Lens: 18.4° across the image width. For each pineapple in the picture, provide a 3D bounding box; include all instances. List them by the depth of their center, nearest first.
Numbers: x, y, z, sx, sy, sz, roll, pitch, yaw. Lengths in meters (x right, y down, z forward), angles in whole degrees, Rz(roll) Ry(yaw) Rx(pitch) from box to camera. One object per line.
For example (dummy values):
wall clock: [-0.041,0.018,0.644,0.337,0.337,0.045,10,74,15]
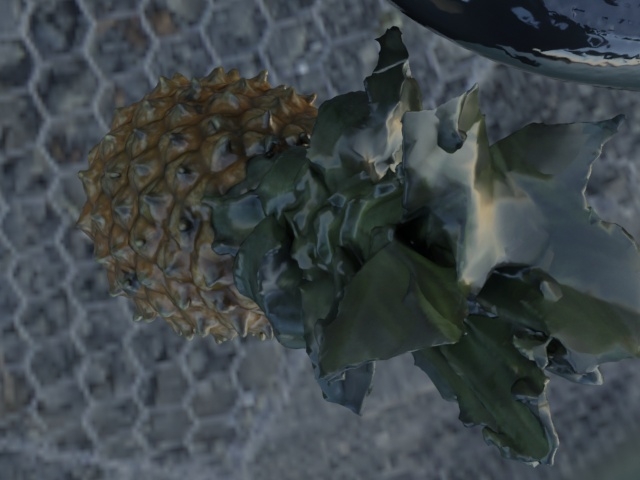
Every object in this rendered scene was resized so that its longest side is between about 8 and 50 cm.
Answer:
pineapple: [0.000,0.000,0.698,0.130,0.277,0.119,-36,109,-20]

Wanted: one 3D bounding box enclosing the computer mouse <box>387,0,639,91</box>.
computer mouse: [0.076,-0.098,0.649,0.264,0.147,0.088,17,90,-17]
